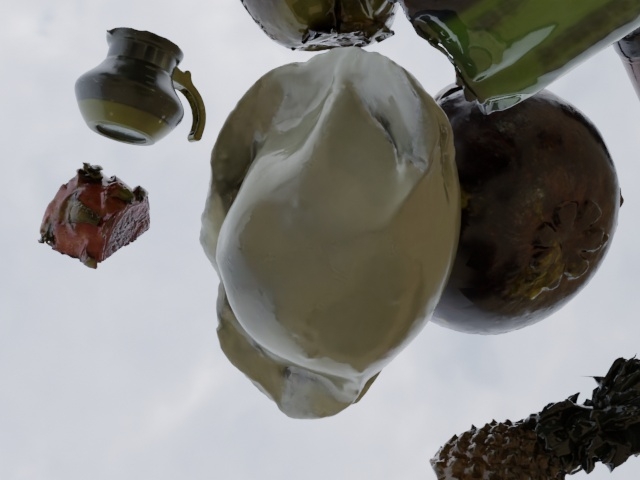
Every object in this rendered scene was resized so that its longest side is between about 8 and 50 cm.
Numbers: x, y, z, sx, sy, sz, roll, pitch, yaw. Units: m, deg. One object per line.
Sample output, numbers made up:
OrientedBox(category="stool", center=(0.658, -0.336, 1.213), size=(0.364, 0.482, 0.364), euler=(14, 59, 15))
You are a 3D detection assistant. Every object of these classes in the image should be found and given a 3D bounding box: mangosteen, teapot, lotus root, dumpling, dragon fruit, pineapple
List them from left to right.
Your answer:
OrientedBox(category="dragon fruit", center=(-0.273, -0.043, 1.184), size=(0.147, 0.102, 0.096), euler=(-41, -26, -53))
OrientedBox(category="teapot", center=(-0.206, -0.175, 1.129), size=(0.165, 0.130, 0.119), euler=(22, -104, -37))
OrientedBox(category="lotus root", center=(-0.016, -0.286, 0.752), size=(0.151, 0.160, 0.275), euler=(-6, -89, -1))
OrientedBox(category="dumpling", center=(0.000, 0.000, 0.591), size=(0.132, 0.162, 0.250), euler=(-24, -43, -54))
OrientedBox(category="mangosteen", center=(0.111, -0.035, 0.720), size=(0.192, 0.217, 0.192), euler=(-19, -55, -30))
OrientedBox(category="pineapple", center=(0.149, 0.127, 0.599), size=(0.159, 0.074, 0.074), euler=(-29, -63, 1))

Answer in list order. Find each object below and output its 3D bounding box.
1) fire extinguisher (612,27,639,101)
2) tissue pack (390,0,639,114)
OrientedBox(category="fire extinguisher", center=(0.276, -0.116, 0.756), size=(0.177, 0.050, 0.062), euler=(48, -122, -41))
OrientedBox(category="tissue pack", center=(0.157, -0.269, 0.342), size=(0.124, 0.394, 0.288), euler=(28, -144, -51))
